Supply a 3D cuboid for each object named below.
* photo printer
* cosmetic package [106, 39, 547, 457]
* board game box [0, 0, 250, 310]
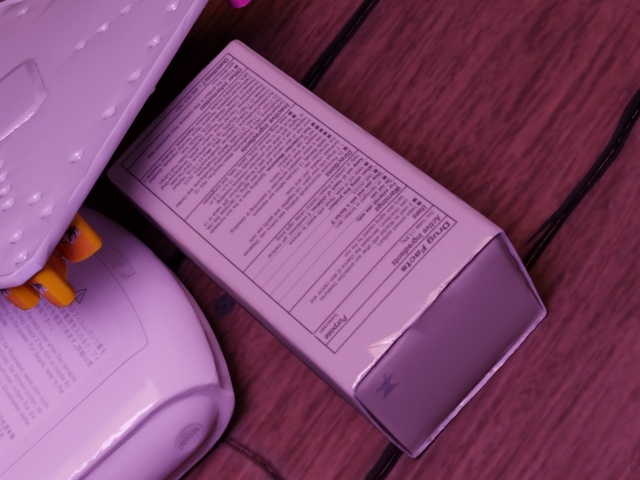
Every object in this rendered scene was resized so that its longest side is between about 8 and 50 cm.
[{"bbox_3d":[-0.226,0.129,1.128,0.307,0.107,0.256,-43,53,-1],"label":"photo printer"},{"bbox_3d":[0.000,0.000,1.073,0.153,0.129,0.296,-45,52,-5],"label":"cosmetic package"},{"bbox_3d":[-0.251,-0.080,1.176,0.390,0.050,0.390,-11,41,40],"label":"board game box"}]
